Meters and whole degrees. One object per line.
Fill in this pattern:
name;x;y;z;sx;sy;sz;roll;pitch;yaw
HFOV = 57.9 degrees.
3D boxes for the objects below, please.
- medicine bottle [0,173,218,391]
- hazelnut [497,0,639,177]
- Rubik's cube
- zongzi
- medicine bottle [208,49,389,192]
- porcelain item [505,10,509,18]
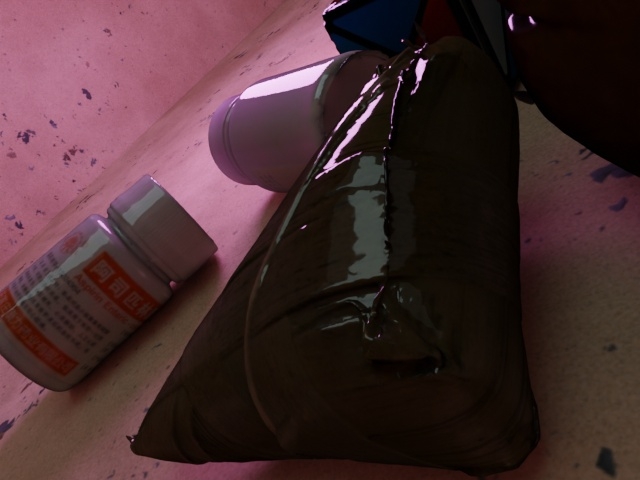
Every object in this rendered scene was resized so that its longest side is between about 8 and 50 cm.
medicine bottle;-0.384;0.071;1.036;0.371;0.211;0.211;-43;28;-10
hazelnut;0.356;-0.213;0.434;0.402;0.402;0.429;-47;20;-16
Rubik's cube;0.195;-0.369;0.979;0.249;0.246;0.250;-8;39;42
zongzi;-0.014;-0.012;0.643;0.467;0.218;0.499;-14;49;34
medicine bottle;-0.030;-0.189;1.003;0.379;0.213;0.213;5;50;52
porcelain item;0.413;-0.472;0.892;0.179;0.242;0.405;11;48;31
